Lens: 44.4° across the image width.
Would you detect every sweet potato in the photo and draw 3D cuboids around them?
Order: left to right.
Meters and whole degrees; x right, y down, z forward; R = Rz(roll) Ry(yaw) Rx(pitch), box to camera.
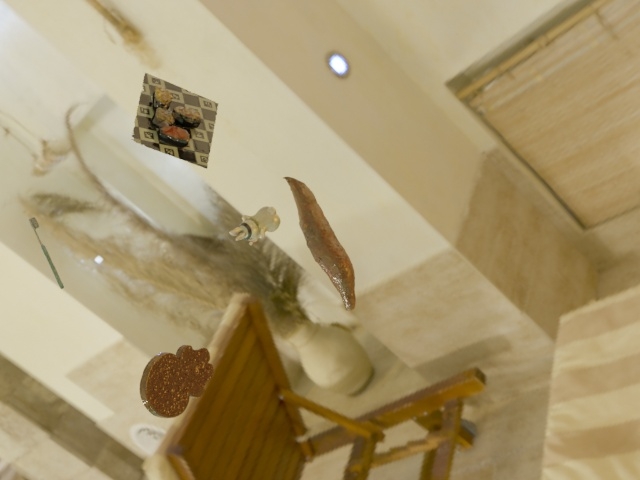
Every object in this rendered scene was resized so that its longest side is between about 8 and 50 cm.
[{"bbox_3d":[0.000,0.000,1.624,0.066,0.314,0.072,-34,-8,33],"label":"sweet potato"}]

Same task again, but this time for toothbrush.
[{"bbox_3d":[-0.555,0.024,1.592,0.014,0.167,0.011,-29,-13,0],"label":"toothbrush"}]

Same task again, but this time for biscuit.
[{"bbox_3d":[-0.268,0.261,1.463,0.026,0.124,0.175,-5,11,36],"label":"biscuit"}]

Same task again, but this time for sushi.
[{"bbox_3d":[-0.328,-0.294,1.807,0.043,0.193,0.279,-55,23,37],"label":"sushi"}]

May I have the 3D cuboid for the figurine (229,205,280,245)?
[{"bbox_3d":[-0.177,-0.022,2.116,0.146,0.098,0.081,-38,50,-27],"label":"figurine"}]
